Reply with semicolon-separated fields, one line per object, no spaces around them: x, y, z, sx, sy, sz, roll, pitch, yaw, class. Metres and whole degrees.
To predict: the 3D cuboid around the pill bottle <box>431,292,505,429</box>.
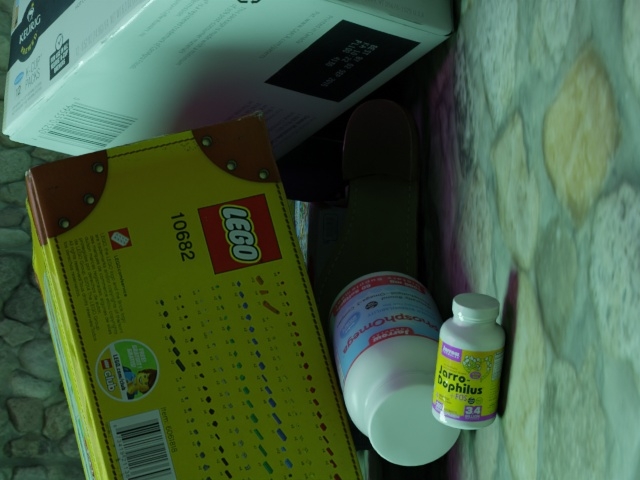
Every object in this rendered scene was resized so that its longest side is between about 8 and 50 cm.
0.098;0.078;1.231;0.043;0.043;0.083;-111;24;-70;pill bottle

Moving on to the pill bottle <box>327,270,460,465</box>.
0.056;0.094;1.366;0.160;0.087;0.087;-106;20;-64;pill bottle

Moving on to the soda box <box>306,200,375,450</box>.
0.022;0.075;1.678;0.074;0.069;0.216;-141;54;-80;soda box

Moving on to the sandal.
0.053;0.007;1.541;0.079;0.088;0.240;5;-88;-66;sandal

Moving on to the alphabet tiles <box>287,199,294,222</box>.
-0.081;0.072;2.033;0.284;0.021;0.278;-65;-17;-9;alphabet tiles

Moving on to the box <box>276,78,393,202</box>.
-0.006;-0.134;1.716;0.156;0.093;0.158;145;129;-60;box

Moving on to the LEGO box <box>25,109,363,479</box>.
-0.088;0.198;1.536;0.372;0.193;0.500;117;139;-75;LEGO box

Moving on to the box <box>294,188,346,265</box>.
0.000;0.000;1.819;0.114;0.036;0.207;102;169;-49;box

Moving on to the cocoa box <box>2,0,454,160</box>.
-0.082;-0.221;1.531;0.347;0.231;0.228;-32;52;52;cocoa box
